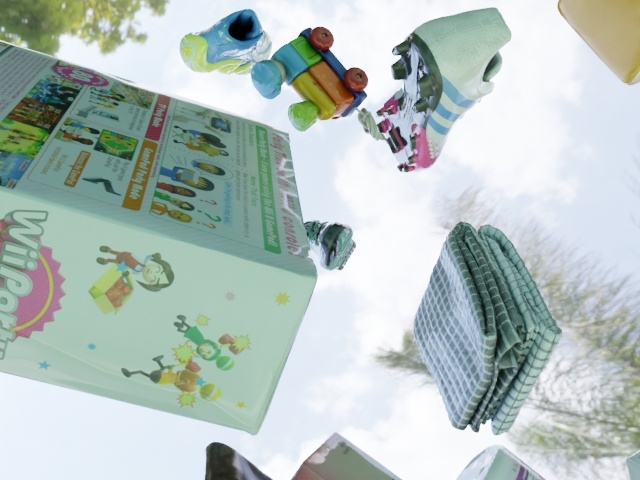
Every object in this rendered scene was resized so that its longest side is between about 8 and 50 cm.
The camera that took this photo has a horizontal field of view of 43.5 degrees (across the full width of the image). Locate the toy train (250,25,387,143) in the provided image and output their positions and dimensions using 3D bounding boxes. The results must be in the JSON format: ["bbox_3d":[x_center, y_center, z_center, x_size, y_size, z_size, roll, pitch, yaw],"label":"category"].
[{"bbox_3d":[0.009,-0.213,1.283,0.248,0.105,0.143,51,-128,3],"label":"toy train"}]

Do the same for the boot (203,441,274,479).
[{"bbox_3d":[-0.050,0.366,0.941,0.248,0.090,0.207,41,-158,-20],"label":"boot"}]

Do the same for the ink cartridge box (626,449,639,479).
[{"bbox_3d":[0.556,0.335,1.125,0.219,0.092,0.160,-24,-71,-18],"label":"ink cartridge box"}]

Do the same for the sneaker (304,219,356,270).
[{"bbox_3d":[0.000,0.000,1.388,0.098,0.224,0.083,31,-96,10],"label":"sneaker"}]

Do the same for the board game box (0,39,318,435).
[{"bbox_3d":[-0.165,-0.032,0.427,0.303,0.224,0.098,16,-68,-12],"label":"board game box"}]

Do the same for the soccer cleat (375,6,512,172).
[{"bbox_3d":[0.161,-0.182,1.033,0.143,0.331,0.116,-25,-102,-7],"label":"soccer cleat"}]

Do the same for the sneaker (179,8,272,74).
[{"bbox_3d":[-0.124,-0.337,1.358,0.240,0.126,0.091,-35,-76,-55],"label":"sneaker"}]

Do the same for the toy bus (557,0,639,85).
[{"bbox_3d":[0.323,-0.269,0.618,0.130,0.333,0.108,-23,-110,-31],"label":"toy bus"}]

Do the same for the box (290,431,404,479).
[{"bbox_3d":[0.062,0.394,1.096,0.232,0.148,0.127,33,-77,14],"label":"box"}]

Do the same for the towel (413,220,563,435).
[{"bbox_3d":[0.248,0.141,1.296,0.121,0.235,0.284,5,-142,-15],"label":"towel"}]

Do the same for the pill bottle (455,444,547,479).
[{"bbox_3d":[0.346,0.476,1.254,0.301,0.169,0.169,38,-114,4],"label":"pill bottle"}]
